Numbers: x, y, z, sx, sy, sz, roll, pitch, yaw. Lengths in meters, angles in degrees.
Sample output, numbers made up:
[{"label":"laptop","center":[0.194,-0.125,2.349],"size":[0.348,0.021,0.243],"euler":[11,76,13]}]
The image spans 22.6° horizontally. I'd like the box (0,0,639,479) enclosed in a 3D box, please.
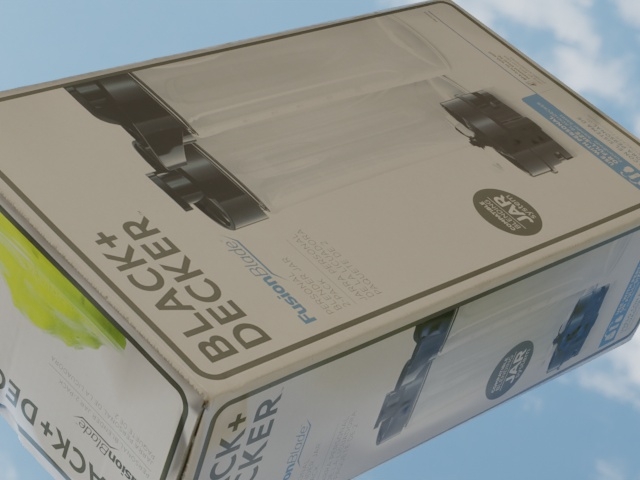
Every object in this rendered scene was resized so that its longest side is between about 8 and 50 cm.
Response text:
[{"label":"box","center":[0.000,0.000,0.637],"size":[0.290,0.087,0.169],"euler":[-18,-130,-42]}]
